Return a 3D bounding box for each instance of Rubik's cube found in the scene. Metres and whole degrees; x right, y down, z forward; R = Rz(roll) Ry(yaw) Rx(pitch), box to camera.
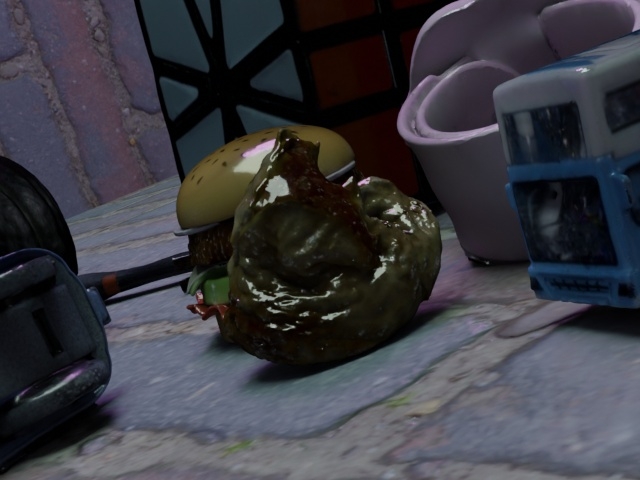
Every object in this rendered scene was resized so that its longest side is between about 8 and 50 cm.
[{"bbox_3d":[0.016,-0.176,1.131,0.283,0.294,0.288,-18,10,-34],"label":"Rubik's cube"}]

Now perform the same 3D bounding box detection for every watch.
[{"bbox_3d":[0.184,-0.091,0.802,0.248,0.211,0.217,-26,25,9],"label":"watch"}]

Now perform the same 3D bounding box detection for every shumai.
[{"bbox_3d":[-0.003,0.011,0.697,0.123,0.105,0.139,34,88,42],"label":"shumai"}]

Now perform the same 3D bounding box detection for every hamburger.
[{"bbox_3d":[-0.031,-0.013,0.841,0.175,0.137,0.175,-22,10,4],"label":"hamburger"}]

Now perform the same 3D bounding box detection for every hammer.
[{"bbox_3d":[-0.189,0.038,1.206,0.289,0.037,0.137,-15,8,25],"label":"hammer"}]

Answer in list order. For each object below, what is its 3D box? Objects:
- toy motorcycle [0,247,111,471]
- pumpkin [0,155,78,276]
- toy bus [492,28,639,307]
[{"bbox_3d":[-0.283,0.114,0.709,0.212,0.125,0.358,-23,3,39],"label":"toy motorcycle"},{"bbox_3d":[-0.367,0.007,1.025,0.295,0.296,0.296,-19,9,3],"label":"pumpkin"},{"bbox_3d":[0.239,-0.070,0.602,0.297,0.131,0.106,-22,8,-20],"label":"toy bus"}]
